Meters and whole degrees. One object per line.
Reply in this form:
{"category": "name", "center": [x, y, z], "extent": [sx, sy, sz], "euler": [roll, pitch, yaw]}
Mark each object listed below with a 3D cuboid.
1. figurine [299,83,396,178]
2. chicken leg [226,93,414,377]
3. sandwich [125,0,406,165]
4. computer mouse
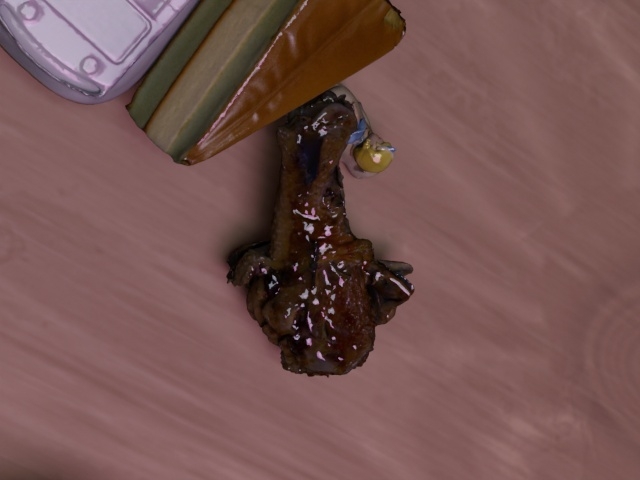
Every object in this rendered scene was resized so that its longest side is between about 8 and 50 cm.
{"category": "figurine", "center": [0.022, -0.074, 0.826], "extent": [0.047, 0.050, 0.083], "euler": [-47, 112, 0]}
{"category": "chicken leg", "center": [-0.007, 0.004, 0.807], "extent": [0.125, 0.080, 0.196], "euler": [-28, 119, -9]}
{"category": "sandwich", "center": [-0.030, -0.112, 0.774], "extent": [0.163, 0.079, 0.113], "euler": [-53, 146, 7]}
{"category": "computer mouse", "center": [-0.106, -0.200, 0.747], "extent": [0.126, 0.056, 0.245], "euler": [41, 88, -25]}
